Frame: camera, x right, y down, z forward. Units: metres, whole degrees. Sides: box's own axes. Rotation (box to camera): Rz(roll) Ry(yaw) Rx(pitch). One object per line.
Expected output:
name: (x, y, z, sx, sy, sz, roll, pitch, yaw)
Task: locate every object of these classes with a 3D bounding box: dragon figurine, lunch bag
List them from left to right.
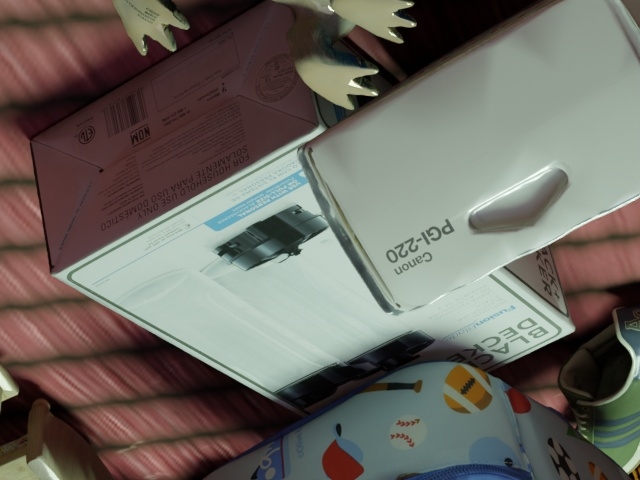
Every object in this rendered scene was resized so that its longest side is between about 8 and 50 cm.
dragon figurine: (-0.026, -0.149, 0.799, 0.289, 0.144, 0.085, 15, 143, -9)
lunch bag: (0.069, 0.204, 1.174, 0.243, 0.115, 0.303, -33, 138, 18)

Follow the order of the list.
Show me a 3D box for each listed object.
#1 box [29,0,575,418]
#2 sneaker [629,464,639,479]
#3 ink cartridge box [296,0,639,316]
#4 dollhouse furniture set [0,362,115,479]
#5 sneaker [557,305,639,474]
box: (0.000, 0.000, 1.036, 0.169, 0.087, 0.290, -27, 146, 19)
sneaker: (0.252, 0.146, 1.377, 0.083, 0.084, 0.215, 5, 132, -27)
ink cartridge box: (0.100, -0.059, 0.883, 0.158, 0.092, 0.218, -29, -175, 20)
dollhouse furniture set: (-0.261, 0.208, 1.284, 0.303, 0.174, 0.355, -23, 123, 12)
sneaker: (0.196, 0.101, 1.303, 0.086, 0.064, 0.192, 8, 141, -20)
